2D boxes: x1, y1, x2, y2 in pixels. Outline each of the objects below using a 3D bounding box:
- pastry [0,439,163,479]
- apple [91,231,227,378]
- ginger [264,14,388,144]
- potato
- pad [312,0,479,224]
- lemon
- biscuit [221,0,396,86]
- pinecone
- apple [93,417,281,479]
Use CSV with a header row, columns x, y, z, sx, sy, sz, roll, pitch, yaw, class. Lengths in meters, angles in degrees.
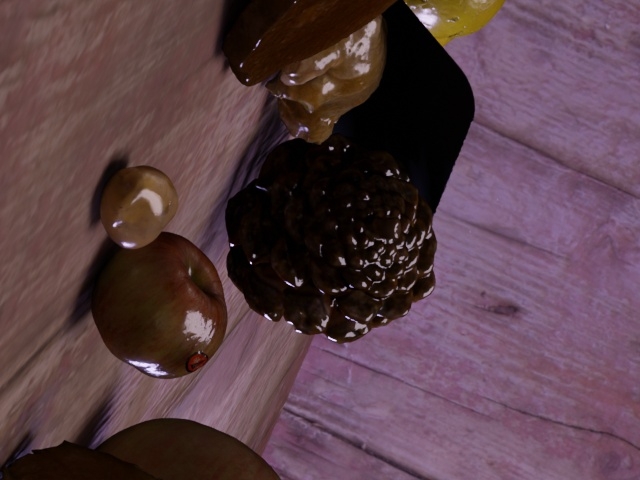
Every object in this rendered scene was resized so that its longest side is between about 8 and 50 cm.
x,y,z,sx,sy,sz,roll,pitch,yaw,class
-0.208,0.266,1.552,0.100,0.218,0.229,107,-26,-43,pastry
-0.139,0.054,1.574,0.102,0.126,0.126,-31,-175,18,apple
0.013,-0.185,1.972,0.157,0.102,0.216,-56,173,-15,ginger
-0.145,-0.030,1.451,0.083,0.062,0.068,47,52,-62,potato
0.108,-0.128,2.101,0.063,0.315,0.375,-26,157,-24,pad
0.157,-0.336,2.284,0.173,0.173,0.206,-50,154,-69,lemon
0.023,-0.236,1.637,0.257,0.049,0.273,-32,172,-28,biscuit
0.000,0.000,2.090,0.244,0.244,0.309,-63,-167,-14,pinecone
-0.155,0.316,1.892,0.234,0.257,0.257,-55,169,-47,apple
